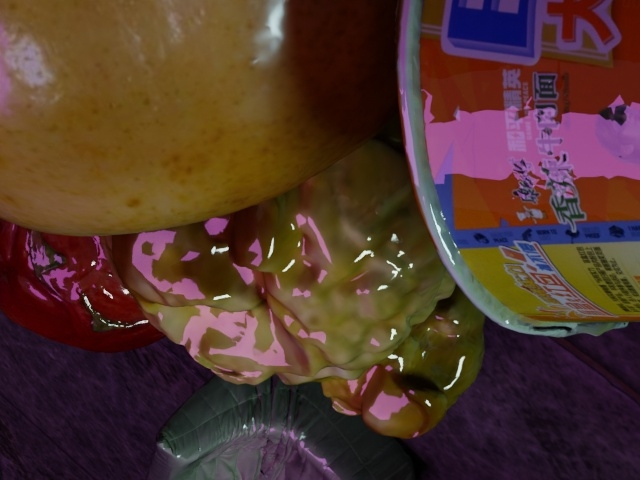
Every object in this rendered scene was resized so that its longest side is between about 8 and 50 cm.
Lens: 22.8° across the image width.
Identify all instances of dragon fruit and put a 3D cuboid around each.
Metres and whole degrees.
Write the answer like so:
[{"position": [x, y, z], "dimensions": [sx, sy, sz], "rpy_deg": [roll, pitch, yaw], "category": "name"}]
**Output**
[{"position": [-0.200, -0.016, 1.423], "dimensions": [0.252, 0.241, 0.241], "rpy_deg": [19, 141, 21], "category": "dragon fruit"}]

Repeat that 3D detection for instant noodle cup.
[{"position": [0.203, -0.086, 0.762], "dimensions": [0.214, 0.296, 0.296], "rpy_deg": [5, 130, 41], "category": "instant noodle cup"}]

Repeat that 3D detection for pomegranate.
[{"position": [-0.116, -0.208, 0.917], "dimensions": [0.417, 0.416, 0.416], "rpy_deg": [34, 148, 25], "category": "pomegranate"}]

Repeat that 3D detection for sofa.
[{"position": [-0.042, 0.245, 1.564], "dimensions": [0.225, 0.176, 0.210], "rpy_deg": [43, 150, 11], "category": "sofa"}]

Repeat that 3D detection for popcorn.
[{"position": [0.000, 0.000, 1.185], "dimensions": [0.332, 0.225, 0.265], "rpy_deg": [43, 134, -10], "category": "popcorn"}]
